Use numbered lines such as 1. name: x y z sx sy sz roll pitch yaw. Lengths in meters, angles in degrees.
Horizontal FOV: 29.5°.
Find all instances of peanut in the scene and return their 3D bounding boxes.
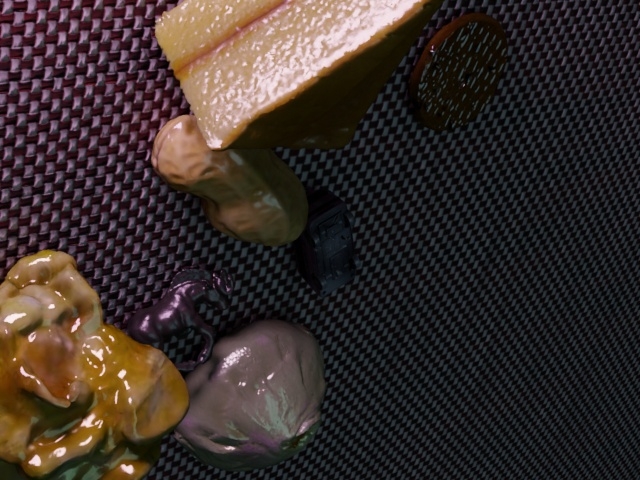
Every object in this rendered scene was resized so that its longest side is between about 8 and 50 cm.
1. peanut: -0.127 -0.090 1.772 0.147 0.147 0.305 -47 139 -4

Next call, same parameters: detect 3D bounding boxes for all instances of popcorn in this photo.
1. popcorn: -0.368 0.214 1.683 0.334 0.293 0.292 49 45 -27

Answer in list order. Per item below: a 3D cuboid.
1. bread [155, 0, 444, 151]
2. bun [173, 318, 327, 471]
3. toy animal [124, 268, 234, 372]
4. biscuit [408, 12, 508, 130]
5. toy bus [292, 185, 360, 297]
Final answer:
1. bread: -0.006 -0.312 1.550 0.245 0.233 0.362 -2 144 -41
2. bun: -0.096 0.286 2.047 0.293 0.187 0.293 -23 134 -26
3. toy animal: -0.235 0.130 1.899 0.232 0.084 0.148 -28 119 -15
4. biscuit: 0.230 -0.281 2.029 0.212 0.036 0.212 -24 133 -29
5. toy bus: 0.000 0.000 1.989 0.087 0.098 0.178 -30 139 -20
